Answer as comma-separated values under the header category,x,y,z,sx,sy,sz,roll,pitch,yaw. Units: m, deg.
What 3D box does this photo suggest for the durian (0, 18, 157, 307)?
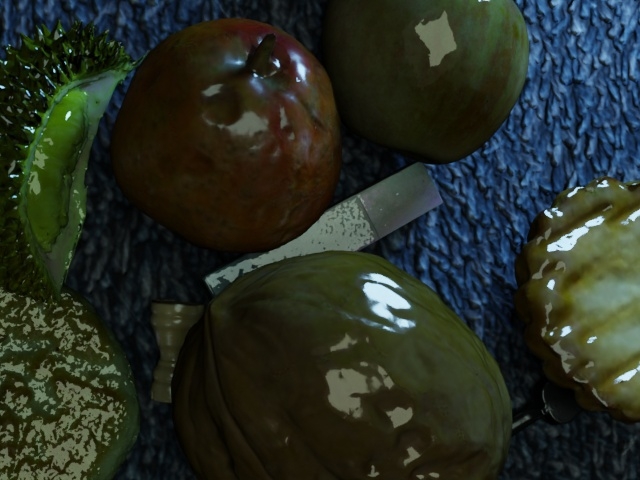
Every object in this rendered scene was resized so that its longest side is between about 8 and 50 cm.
category,x,y,z,sx,sy,sz,roll,pitch,yaw
durian,-0.336,-0.107,1.376,0.169,0.158,0.352,29,68,-46

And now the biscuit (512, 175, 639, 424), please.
category,x,y,z,sx,sy,sz,roll,pitch,yaw
biscuit,0.396,0.078,1.516,0.326,0.107,0.326,4,73,-14

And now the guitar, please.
category,x,y,z,sx,sy,sz,roll,pitch,yaw
guitar,0.274,0.230,1.529,0.271,0.038,0.084,-29,91,-14

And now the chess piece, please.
category,x,y,z,sx,sy,sz,roll,pitch,yaw
chess piece,-0.179,0.135,1.419,0.066,0.066,0.122,6,91,-13

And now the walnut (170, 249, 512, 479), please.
category,x,y,z,sx,sy,sz,roll,pitch,yaw
walnut,0.023,0.186,1.316,0.354,0.308,0.398,-33,118,26

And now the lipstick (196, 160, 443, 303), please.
category,x,y,z,sx,sy,sz,roll,pitch,yaw
lipstick,0.000,0.000,1.465,0.317,0.066,0.068,-29,93,-14

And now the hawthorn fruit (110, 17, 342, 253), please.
category,x,y,z,sx,sy,sz,roll,pitch,yaw
hawthorn fruit,-0.098,-0.135,1.329,0.277,0.298,0.277,9,58,-15

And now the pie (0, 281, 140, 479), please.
category,x,y,z,sx,sy,sz,roll,pitch,yaw
pie,-0.367,0.188,1.367,0.323,0.070,0.323,2,82,-15

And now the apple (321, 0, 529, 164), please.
category,x,y,z,sx,sy,sz,roll,pitch,yaw
apple,0.120,-0.220,1.421,0.257,0.257,0.234,19,96,-11
